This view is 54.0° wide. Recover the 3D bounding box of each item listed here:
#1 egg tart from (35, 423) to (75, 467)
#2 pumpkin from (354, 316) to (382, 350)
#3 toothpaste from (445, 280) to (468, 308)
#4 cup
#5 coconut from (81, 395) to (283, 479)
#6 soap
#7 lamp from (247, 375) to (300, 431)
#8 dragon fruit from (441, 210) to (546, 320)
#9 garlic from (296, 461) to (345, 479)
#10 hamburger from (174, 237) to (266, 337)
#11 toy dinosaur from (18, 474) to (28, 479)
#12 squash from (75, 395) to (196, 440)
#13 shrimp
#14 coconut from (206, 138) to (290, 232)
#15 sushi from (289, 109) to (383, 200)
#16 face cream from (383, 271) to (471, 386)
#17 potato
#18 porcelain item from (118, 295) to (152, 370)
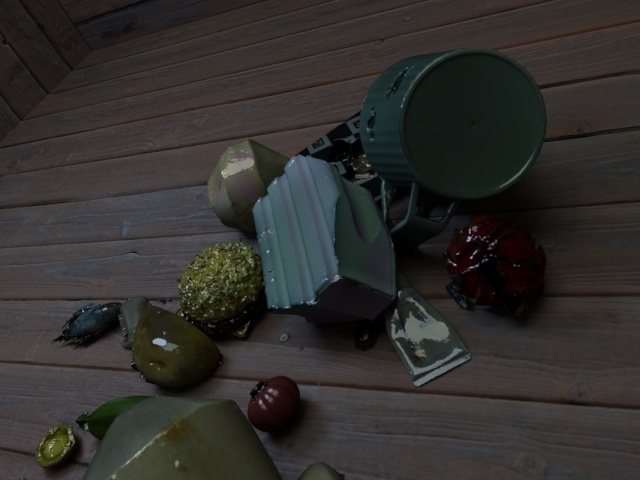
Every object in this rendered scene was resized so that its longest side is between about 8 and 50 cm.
[{"bbox_3d":[-0.556,0.439,1.331,0.105,0.039,0.105,-17,39,15],"label":"egg tart"},{"bbox_3d":[0.090,0.176,1.231,0.050,0.028,0.083,-4,48,27],"label":"pumpkin"},{"bbox_3d":[0.265,0.104,1.208,0.027,0.019,0.083,-42,32,12],"label":"toothpaste"},{"bbox_3d":[0.257,-0.187,1.266,0.310,0.400,0.392,-11,11,0],"label":"cup"},{"bbox_3d":[-0.218,0.380,0.943,0.323,0.323,0.323,-18,39,15],"label":"coconut"},{"bbox_3d":[0.000,0.000,1.318,0.261,0.156,0.446,-48,32,22],"label":"soap"},{"bbox_3d":[-0.085,0.298,1.148,0.107,0.092,0.107,-47,7,8],"label":"lamp"},{"bbox_3d":[0.309,0.037,1.132,0.189,0.182,0.182,15,56,44],"label":"dragon fruit"},{"bbox_3d":[0.023,0.420,0.907,0.145,0.164,0.245,-63,36,16],"label":"garlic"},{"bbox_3d":[-0.226,0.097,1.429,0.262,0.138,0.243,1,48,32],"label":"hamburger"},{"bbox_3d":[-0.596,0.508,1.272,0.083,0.047,0.030,17,56,45],"label":"toy dinosaur"},{"bbox_3d":[-0.331,0.356,1.237,0.379,0.101,0.101,-9,42,26],"label":"squash"},{"bbox_3d":[-0.596,0.212,1.591,0.233,0.079,0.090,-26,75,13],"label":"shrimp"},{"bbox_3d":[-0.172,-0.139,1.601,0.237,0.237,0.197,-25,43,5],"label":"coconut"},{"bbox_3d":[0.131,-0.205,1.618,0.339,0.068,0.320,-37,47,-10],"label":"sushi"},{"bbox_3d":[0.179,0.158,1.175,0.114,0.070,0.224,-29,46,1],"label":"face cream"},{"bbox_3d":[-0.343,0.227,1.346,0.243,0.098,0.138,16,50,30],"label":"potato"},{"bbox_3d":[-0.429,0.224,1.481,0.084,0.054,0.213,-28,42,1],"label":"porcelain item"}]
